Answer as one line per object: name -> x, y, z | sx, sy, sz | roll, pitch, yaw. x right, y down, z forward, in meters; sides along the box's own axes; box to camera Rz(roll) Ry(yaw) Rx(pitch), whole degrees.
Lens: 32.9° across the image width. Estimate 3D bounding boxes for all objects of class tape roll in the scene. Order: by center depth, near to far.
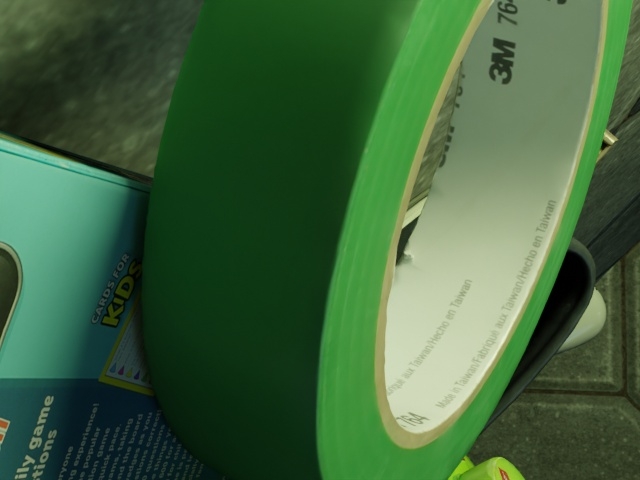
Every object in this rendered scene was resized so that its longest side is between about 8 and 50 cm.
tape roll -> 0.049, -0.033, 0.479 | 0.321, 0.077, 0.321 | -44, 145, -44

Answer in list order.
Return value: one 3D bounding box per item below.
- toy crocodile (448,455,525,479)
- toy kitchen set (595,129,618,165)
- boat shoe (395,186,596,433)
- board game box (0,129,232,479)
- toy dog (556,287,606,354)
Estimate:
toy crocodile -> 0.035, 0.166, 0.579 | 0.115, 0.105, 0.340 | -32, 169, 21
toy kitchen set -> 0.215, -0.107, 0.910 | 0.068, 0.075, 0.083 | -52, 166, 24
boat shoe -> 0.020, 0.138, 0.807 | 0.500, 0.156, 0.187 | -42, 125, -21
board game box -> -0.106, 0.094, 0.439 | 0.336, 0.079, 0.254 | 17, 92, -66
toy dog -> 0.136, 0.077, 1.045 | 0.333, 0.220, 0.161 | -37, 132, -46
